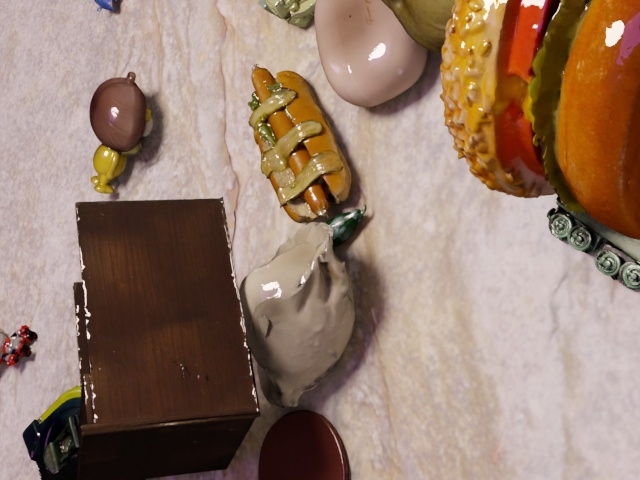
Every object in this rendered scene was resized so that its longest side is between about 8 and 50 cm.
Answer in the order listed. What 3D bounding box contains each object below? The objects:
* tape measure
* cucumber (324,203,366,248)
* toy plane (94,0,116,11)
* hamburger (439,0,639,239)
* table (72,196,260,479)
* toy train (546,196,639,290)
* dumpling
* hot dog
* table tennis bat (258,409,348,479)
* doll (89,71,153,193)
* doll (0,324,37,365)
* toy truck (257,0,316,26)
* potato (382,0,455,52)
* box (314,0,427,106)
[{"bbox_3d":[-0.325,0.288,1.318,0.186,0.112,0.199,-43,55,17],"label":"tape measure"},{"bbox_3d":[0.000,0.000,1.200,0.155,0.037,0.037,-32,58,27],"label":"cucumber"},{"bbox_3d":[-0.384,-0.461,1.645,0.062,0.054,0.167,-27,58,0],"label":"toy plane"},{"bbox_3d":[0.269,-0.176,0.859,0.250,0.330,0.330,33,97,40],"label":"hamburger"},{"bbox_3d":[-0.209,0.127,1.152,0.250,0.196,0.282,117,146,-60],"label":"table"},{"bbox_3d":[0.300,-0.005,0.965,0.148,0.038,0.071,43,104,37],"label":"toy train"},{"bbox_3d":[-0.042,0.082,1.156,0.247,0.142,0.172,-69,27,20],"label":"dumpling"},{"bbox_3d":[-0.037,-0.134,1.250,0.109,0.072,0.269,-37,58,21],"label":"hot dog"},{"bbox_3d":[-0.016,0.312,1.125,0.130,0.019,0.220,-26,60,29],"label":"table tennis bat"},{"bbox_3d":[-0.322,-0.174,1.482,0.145,0.096,0.188,-104,32,-44],"label":"doll"},{"bbox_3d":[-0.544,0.182,1.560,0.169,0.057,0.109,-7,56,22],"label":"doll"},{"bbox_3d":[-0.004,-0.380,1.291,0.191,0.085,0.116,-50,53,17],"label":"toy truck"},{"bbox_3d":[0.134,-0.350,1.073,0.351,0.218,0.202,51,136,26],"label":"potato"},{"bbox_3d":[0.063,-0.269,1.201,0.146,0.088,0.200,-23,62,29],"label":"box"}]
